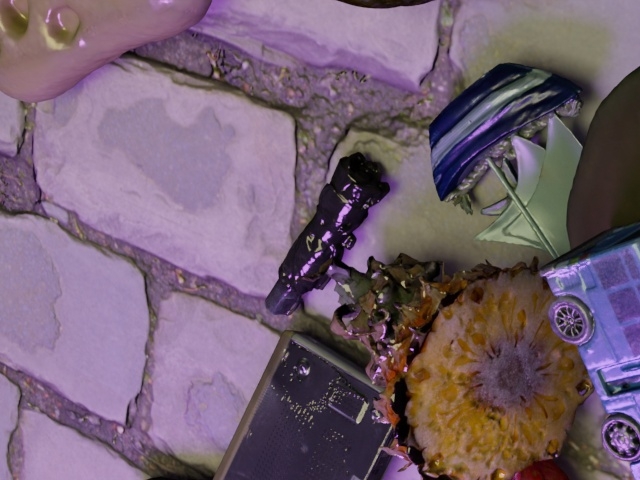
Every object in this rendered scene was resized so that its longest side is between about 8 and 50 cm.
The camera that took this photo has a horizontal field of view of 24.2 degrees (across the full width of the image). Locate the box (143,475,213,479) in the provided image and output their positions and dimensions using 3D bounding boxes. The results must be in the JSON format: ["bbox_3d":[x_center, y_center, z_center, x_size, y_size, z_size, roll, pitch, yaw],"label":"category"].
[{"bbox_3d":[-0.096,0.475,1.907,0.350,0.091,0.359,-8,96,39],"label":"box"}]

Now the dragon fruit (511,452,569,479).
[{"bbox_3d":[0.236,0.284,1.597,0.111,0.153,0.153,13,119,-12],"label":"dragon fruit"}]

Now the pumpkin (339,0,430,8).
[{"bbox_3d":[0.058,-0.369,1.481,0.139,0.190,0.280,-6,98,40],"label":"pumpkin"}]

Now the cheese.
[{"bbox_3d":[-0.294,-0.281,1.821,0.351,0.130,0.328,39,121,25],"label":"cheese"}]

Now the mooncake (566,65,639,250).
[{"bbox_3d":[0.401,-0.022,1.310,0.356,0.194,0.356,21,122,37],"label":"mooncake"}]

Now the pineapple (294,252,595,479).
[{"bbox_3d":[0.107,0.106,1.573,0.272,0.263,0.262,28,121,55],"label":"pineapple"}]

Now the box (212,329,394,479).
[{"bbox_3d":[-0.017,0.265,1.746,0.211,0.045,0.270,31,98,31],"label":"box"}]

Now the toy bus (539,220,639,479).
[{"bbox_3d":[0.295,0.100,1.244,0.134,0.116,0.234,-23,92,46],"label":"toy bus"}]

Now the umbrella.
[{"bbox_3d":[0.000,0.000,1.720,0.235,0.059,0.066,-56,45,36],"label":"umbrella"}]

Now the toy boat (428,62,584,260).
[{"bbox_3d":[0.209,-0.039,1.541,0.210,0.070,0.291,-6,105,46],"label":"toy boat"}]
